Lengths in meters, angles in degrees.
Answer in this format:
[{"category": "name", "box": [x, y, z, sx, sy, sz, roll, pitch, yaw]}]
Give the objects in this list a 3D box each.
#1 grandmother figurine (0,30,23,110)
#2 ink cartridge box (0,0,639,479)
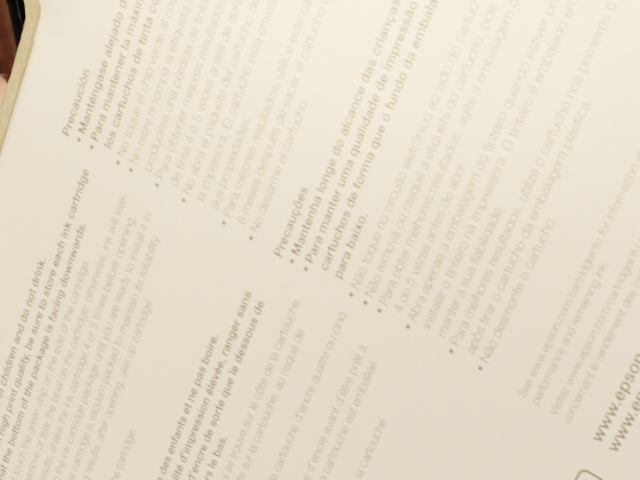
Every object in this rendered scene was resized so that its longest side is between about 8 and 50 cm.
[{"category": "grandmother figurine", "box": [-0.204, 0.065, 0.881, 0.342, 0.104, 0.208, -49, 57, 4]}, {"category": "ink cartridge box", "box": [0.000, 0.000, 0.594, 0.330, 0.071, 0.324, 31, 119, 15]}]
